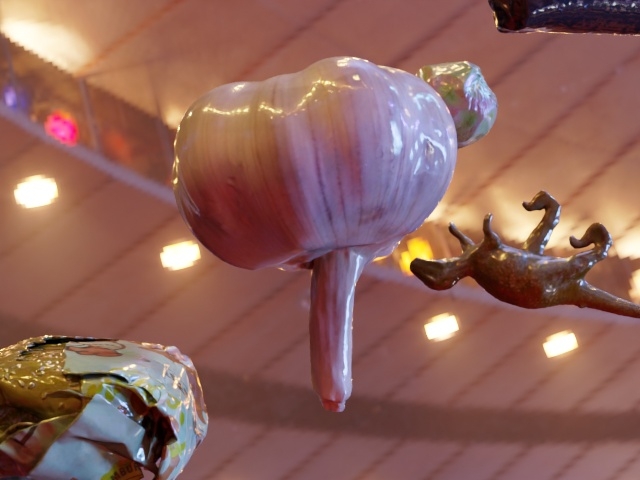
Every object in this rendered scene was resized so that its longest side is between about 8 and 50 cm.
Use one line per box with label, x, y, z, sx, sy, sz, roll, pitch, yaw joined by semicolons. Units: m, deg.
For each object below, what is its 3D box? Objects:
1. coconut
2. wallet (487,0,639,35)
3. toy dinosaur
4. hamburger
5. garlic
coconut;0.111;-0.115;1.400;0.083;0.082;0.081;4;-54;-48
wallet;0.208;-0.209;1.106;0.250;0.149;0.044;-2;-6;-30
toy dinosaur;0.158;0.036;1.172;0.126;0.162;0.039;-38;-11;-17
hamburger;-0.208;0.135;1.274;0.235;0.125;0.214;5;-4;10
garlic;0.000;0.000;1.090;0.199;0.226;0.199;-6;-9;-1
